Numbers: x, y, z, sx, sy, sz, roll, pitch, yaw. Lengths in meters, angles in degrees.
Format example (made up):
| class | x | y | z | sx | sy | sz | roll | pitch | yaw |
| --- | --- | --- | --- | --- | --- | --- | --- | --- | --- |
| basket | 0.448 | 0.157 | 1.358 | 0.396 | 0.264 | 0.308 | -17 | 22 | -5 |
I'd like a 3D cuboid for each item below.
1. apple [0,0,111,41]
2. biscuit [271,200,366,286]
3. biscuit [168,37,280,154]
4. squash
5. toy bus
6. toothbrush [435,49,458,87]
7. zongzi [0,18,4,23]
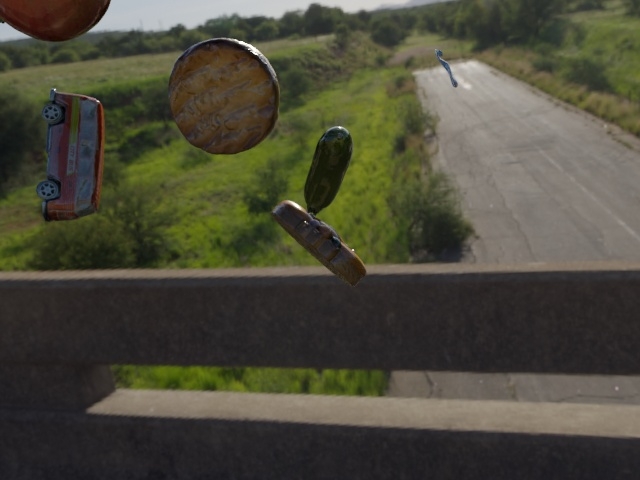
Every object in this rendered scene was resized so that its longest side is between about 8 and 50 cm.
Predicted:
| class | x | y | z | sx | sy | sz | roll | pitch | yaw |
| --- | --- | --- | --- | --- | --- | --- | --- | --- | --- |
| apple | -0.411 | -0.413 | 1.016 | 0.209 | 0.210 | 0.164 | -15 | -4 | -19 |
| biscuit | 0.003 | -0.003 | 0.986 | 0.050 | 0.170 | 0.170 | -49 | 26 | -5 |
| biscuit | -0.244 | -0.368 | 1.730 | 0.296 | 0.297 | 0.102 | -5 | 17 | 11 |
| squash | 0.013 | -0.125 | 1.191 | 0.069 | 0.069 | 0.258 | -14 | -21 | -18 |
| toy bus | -0.511 | -0.168 | 1.392 | 0.119 | 0.265 | 0.121 | 3 | -5 | -13 |
| toothbrush | 0.255 | -0.352 | 1.374 | 0.017 | 0.014 | 0.162 | -1 | 40 | -4 |
| zongzi | -0.800 | -0.520 | 1.445 | 0.317 | 0.154 | 0.289 | -31 | 13 | -34 |
